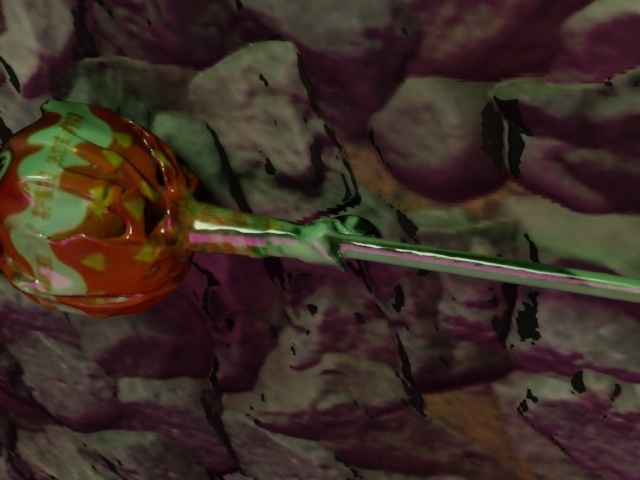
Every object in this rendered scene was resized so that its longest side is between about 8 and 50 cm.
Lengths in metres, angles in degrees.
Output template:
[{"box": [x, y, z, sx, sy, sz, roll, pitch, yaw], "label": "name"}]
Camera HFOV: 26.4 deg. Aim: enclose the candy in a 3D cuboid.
[{"box": [0.000, -0.002, 0.540, 0.288, 0.078, 0.084, 7, 124, 15], "label": "candy"}]
